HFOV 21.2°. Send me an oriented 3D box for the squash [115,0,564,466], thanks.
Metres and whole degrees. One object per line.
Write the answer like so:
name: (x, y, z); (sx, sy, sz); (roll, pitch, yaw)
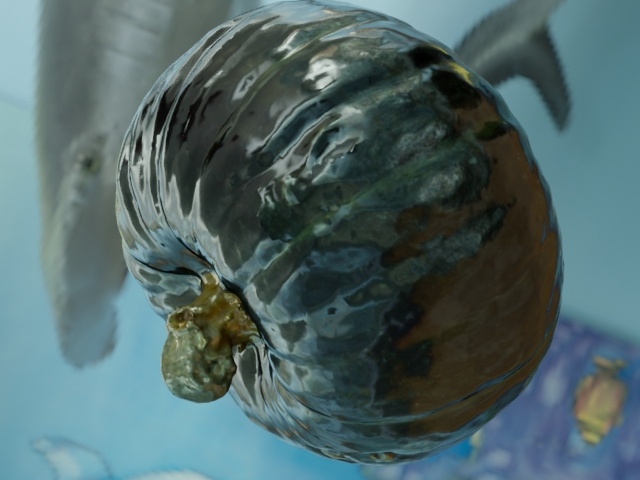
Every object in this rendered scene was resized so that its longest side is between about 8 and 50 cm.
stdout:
squash: (0.004, -0.004, 0.658); (0.193, 0.155, 0.193); (165, 90, -81)
